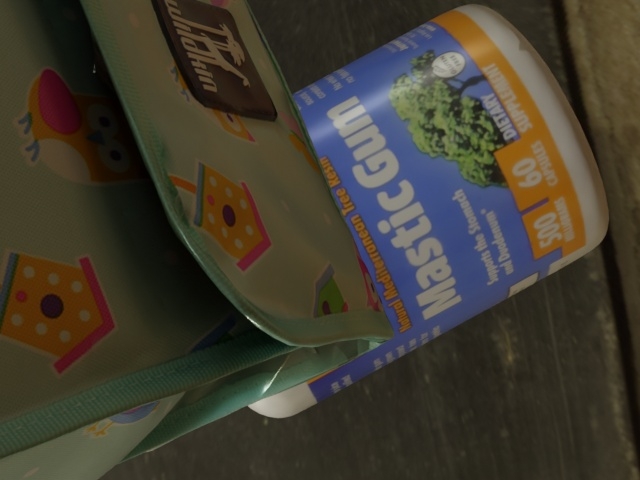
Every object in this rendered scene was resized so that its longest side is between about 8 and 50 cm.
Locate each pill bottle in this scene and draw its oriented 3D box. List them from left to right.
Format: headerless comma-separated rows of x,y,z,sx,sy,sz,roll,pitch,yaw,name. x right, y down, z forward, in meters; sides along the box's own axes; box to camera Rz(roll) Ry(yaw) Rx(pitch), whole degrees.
0.000,0.000,0.664,0.272,0.152,0.152,-29,102,-4,pill bottle

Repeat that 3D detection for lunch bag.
-0.112,-0.027,0.399,0.262,0.160,0.223,-17,77,-34,lunch bag
